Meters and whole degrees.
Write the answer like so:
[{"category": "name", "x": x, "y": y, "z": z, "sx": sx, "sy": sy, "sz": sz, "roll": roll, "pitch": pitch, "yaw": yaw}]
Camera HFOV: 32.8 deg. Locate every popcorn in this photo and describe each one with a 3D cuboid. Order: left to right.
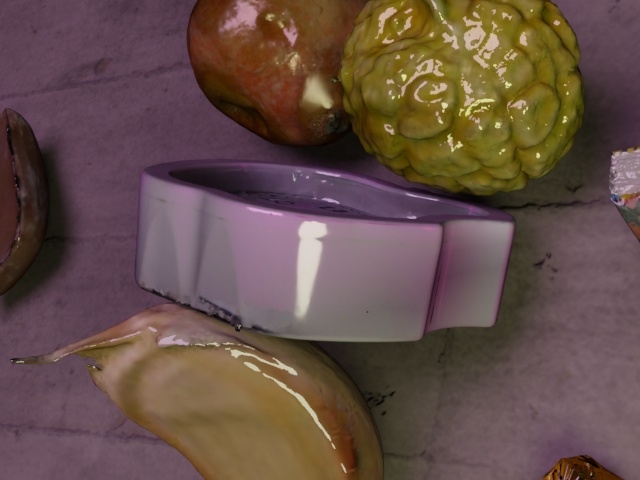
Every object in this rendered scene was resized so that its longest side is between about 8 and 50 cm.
[{"category": "popcorn", "x": 0.130, "y": -0.142, "z": 1.030, "sx": 0.237, "sy": 0.251, "sz": 0.205, "roll": 13, "pitch": 83, "yaw": 6}]

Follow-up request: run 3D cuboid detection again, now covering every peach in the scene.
[{"category": "peach", "x": -0.032, "y": -0.202, "z": 1.177, "sx": 0.214, "sy": 0.214, "sz": 0.235, "roll": -45, "pitch": 54, "yaw": 8}]

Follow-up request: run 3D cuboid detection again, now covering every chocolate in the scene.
[{"category": "chocolate", "x": -0.414, "y": -0.046, "z": 1.467, "sx": 0.161, "sy": 0.083, "sz": 0.261, "roll": -44, "pitch": 44, "yaw": 33}]

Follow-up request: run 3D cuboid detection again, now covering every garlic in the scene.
[{"category": "garlic", "x": -0.070, "y": 0.151, "z": 0.934, "sx": 0.196, "sy": 0.338, "sz": 0.151, "roll": -46, "pitch": 18, "yaw": -13}]

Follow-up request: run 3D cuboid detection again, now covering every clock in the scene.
[{"category": "clock", "x": 0.000, "y": 0.000, "z": 0.998, "sx": 0.339, "sy": 0.339, "sz": 0.102, "roll": 17, "pitch": 105, "yaw": 42}]

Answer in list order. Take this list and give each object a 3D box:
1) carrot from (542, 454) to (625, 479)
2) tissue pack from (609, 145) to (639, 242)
[{"category": "carrot", "x": 0.243, "y": 0.261, "z": 0.808, "sx": 0.069, "sy": 0.069, "sz": 0.228, "roll": -41, "pitch": 49, "yaw": 12}, {"category": "tissue pack", "x": 0.304, "y": -0.021, "z": 0.858, "sx": 0.109, "sy": 0.148, "sz": 0.060, "roll": -11, "pitch": 54, "yaw": 33}]
